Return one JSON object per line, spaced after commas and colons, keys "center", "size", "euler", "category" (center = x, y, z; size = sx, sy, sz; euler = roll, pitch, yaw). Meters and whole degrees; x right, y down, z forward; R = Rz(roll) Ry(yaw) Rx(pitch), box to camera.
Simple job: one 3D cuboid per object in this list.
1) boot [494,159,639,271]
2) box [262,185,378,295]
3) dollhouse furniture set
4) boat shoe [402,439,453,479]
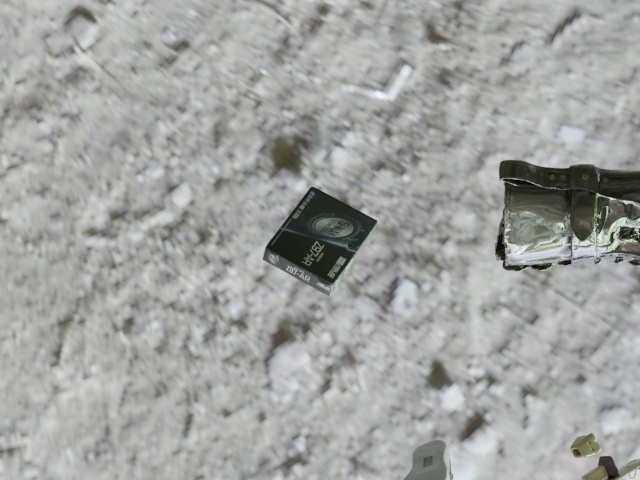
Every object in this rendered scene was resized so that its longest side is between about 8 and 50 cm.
{"center": [0.269, -0.002, 1.546], "size": [0.228, 0.091, 0.263], "euler": [-6, 143, 11], "category": "boot"}
{"center": [0.000, 0.000, 1.477], "size": [0.067, 0.018, 0.083], "euler": [29, 53, 11], "category": "box"}
{"center": [0.282, 0.233, 1.803], "size": [0.081, 0.114, 0.091], "euler": [-27, 94, -27], "category": "dollhouse furniture set"}
{"center": [0.107, 0.236, 1.684], "size": [0.049, 0.142, 0.040], "euler": [-15, 103, 15], "category": "boat shoe"}
